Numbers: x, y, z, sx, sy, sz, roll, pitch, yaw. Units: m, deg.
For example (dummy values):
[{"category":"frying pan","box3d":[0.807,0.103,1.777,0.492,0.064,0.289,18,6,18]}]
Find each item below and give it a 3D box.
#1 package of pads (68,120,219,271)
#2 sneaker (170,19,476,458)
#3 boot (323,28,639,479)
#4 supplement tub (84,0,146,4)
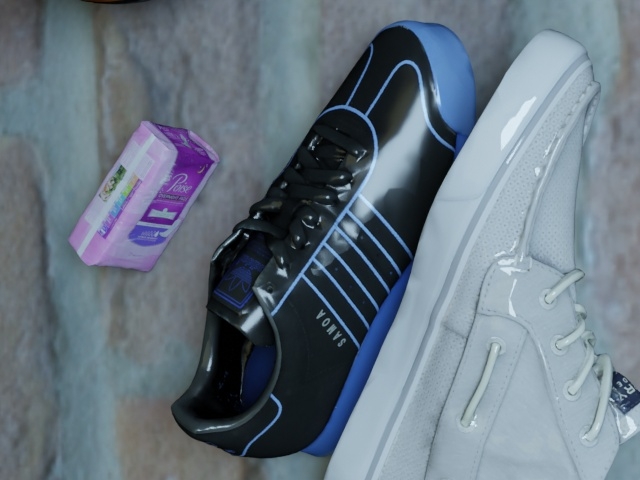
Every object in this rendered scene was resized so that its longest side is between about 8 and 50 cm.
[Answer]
[{"category":"package of pads","box3d":[-0.095,-0.022,0.736,0.032,0.050,0.083,43,108,27]},{"category":"sneaker","box3d":[0.000,0.000,0.655,0.081,0.090,0.232,27,102,46]},{"category":"boot","box3d":[0.102,0.043,0.622,0.123,0.095,0.258,27,110,19]},{"category":"supplement tub","box3d":[-0.136,-0.215,0.610,0.193,0.316,0.194,0,89,26]}]
